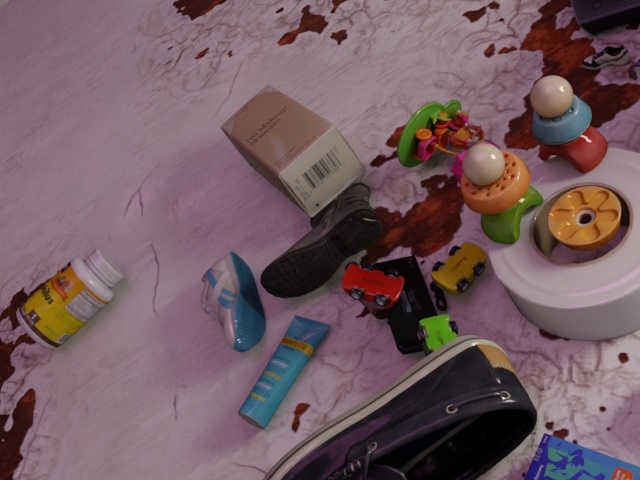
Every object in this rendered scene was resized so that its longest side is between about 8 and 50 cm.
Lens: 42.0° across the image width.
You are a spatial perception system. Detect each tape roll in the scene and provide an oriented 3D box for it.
[{"bbox_3d":[0.397,0.001,1.233,0.286,0.100,0.286,-18,48,21],"label":"tape roll"}]

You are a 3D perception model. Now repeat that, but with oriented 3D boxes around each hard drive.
[{"bbox_3d":[0.549,-0.493,1.549,0.172,0.054,0.255,-13,50,25],"label":"hard drive"}]

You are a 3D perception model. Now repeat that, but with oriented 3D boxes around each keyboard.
[{"bbox_3d":[0.155,0.100,1.355,0.108,0.023,0.180,-12,52,-5],"label":"keyboard"}]

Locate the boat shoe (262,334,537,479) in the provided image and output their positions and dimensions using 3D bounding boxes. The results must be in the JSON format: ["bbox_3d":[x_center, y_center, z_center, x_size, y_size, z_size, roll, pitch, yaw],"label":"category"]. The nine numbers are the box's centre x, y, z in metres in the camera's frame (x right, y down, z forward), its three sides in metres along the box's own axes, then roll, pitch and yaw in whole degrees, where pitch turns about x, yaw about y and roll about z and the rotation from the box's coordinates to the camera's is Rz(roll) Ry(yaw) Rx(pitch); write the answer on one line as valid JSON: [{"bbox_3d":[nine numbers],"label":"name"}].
[{"bbox_3d":[0.081,0.330,1.130,0.500,0.187,0.156,-37,38,-4],"label":"boat shoe"}]

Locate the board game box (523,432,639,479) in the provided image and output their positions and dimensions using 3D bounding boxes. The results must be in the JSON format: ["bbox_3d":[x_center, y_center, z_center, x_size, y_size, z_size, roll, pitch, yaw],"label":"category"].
[{"bbox_3d":[0.347,0.349,1.030,0.210,0.047,0.160,13,65,39],"label":"board game box"}]

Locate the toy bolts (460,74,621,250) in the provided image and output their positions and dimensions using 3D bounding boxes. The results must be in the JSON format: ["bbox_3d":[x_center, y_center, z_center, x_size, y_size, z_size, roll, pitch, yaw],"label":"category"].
[{"bbox_3d":[0.329,-0.117,1.185,0.218,0.158,0.228,19,69,42],"label":"toy bolts"}]

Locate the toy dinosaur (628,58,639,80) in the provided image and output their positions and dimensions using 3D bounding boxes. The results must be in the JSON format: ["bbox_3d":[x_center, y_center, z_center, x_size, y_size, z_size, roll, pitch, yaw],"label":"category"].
[{"bbox_3d":[0.567,-0.294,1.408,0.090,0.047,0.082,-27,24,-36],"label":"toy dinosaur"}]

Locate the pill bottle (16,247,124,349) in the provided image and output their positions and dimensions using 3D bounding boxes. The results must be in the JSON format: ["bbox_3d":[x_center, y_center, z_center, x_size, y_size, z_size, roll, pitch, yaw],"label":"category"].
[{"bbox_3d":[-0.516,0.117,1.736,0.215,0.117,0.117,-42,44,-2],"label":"pill bottle"}]

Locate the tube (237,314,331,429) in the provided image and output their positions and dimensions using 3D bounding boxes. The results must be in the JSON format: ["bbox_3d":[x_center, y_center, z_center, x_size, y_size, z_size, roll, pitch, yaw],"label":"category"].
[{"bbox_3d":[-0.063,0.219,1.411,0.080,0.052,0.207,16,61,33],"label":"tube"}]

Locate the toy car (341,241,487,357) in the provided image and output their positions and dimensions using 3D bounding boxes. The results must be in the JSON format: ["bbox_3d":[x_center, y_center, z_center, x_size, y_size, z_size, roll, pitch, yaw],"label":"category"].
[{"bbox_3d":[0.167,0.117,1.293,0.239,0.053,0.225,-12,52,-4],"label":"toy car"}]

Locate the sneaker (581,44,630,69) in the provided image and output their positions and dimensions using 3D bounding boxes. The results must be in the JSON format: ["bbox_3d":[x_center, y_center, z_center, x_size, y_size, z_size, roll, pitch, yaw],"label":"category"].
[{"bbox_3d":[0.499,-0.325,1.464,0.083,0.037,0.032,-6,55,32],"label":"sneaker"}]

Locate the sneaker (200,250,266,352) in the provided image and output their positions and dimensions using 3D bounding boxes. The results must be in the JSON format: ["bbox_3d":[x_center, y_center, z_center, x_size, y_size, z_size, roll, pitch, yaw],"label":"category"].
[{"bbox_3d":[-0.165,0.125,1.529,0.092,0.087,0.229,-35,37,15],"label":"sneaker"}]

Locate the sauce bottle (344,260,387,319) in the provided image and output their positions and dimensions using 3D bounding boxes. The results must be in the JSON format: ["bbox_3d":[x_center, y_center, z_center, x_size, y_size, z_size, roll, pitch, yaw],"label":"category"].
[{"bbox_3d":[0.081,0.081,1.421,0.042,0.042,0.128,-37,44,3],"label":"sauce bottle"}]

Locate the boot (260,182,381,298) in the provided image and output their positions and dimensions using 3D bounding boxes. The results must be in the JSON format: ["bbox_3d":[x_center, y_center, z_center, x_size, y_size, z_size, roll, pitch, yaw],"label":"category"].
[{"bbox_3d":[0.000,0.000,1.514,0.246,0.083,0.161,-33,22,7],"label":"boot"}]

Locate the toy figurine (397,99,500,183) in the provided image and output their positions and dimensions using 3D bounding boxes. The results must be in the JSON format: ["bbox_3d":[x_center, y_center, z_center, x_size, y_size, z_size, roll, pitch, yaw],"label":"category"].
[{"bbox_3d":[0.252,-0.163,1.474,0.173,0.130,0.159,-35,53,-29],"label":"toy figurine"}]

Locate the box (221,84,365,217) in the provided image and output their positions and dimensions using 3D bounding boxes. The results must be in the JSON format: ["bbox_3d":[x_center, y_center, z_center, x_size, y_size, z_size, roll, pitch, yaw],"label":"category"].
[{"bbox_3d":[-0.062,-0.182,1.632,0.148,0.121,0.311,-43,36,-5],"label":"box"}]
